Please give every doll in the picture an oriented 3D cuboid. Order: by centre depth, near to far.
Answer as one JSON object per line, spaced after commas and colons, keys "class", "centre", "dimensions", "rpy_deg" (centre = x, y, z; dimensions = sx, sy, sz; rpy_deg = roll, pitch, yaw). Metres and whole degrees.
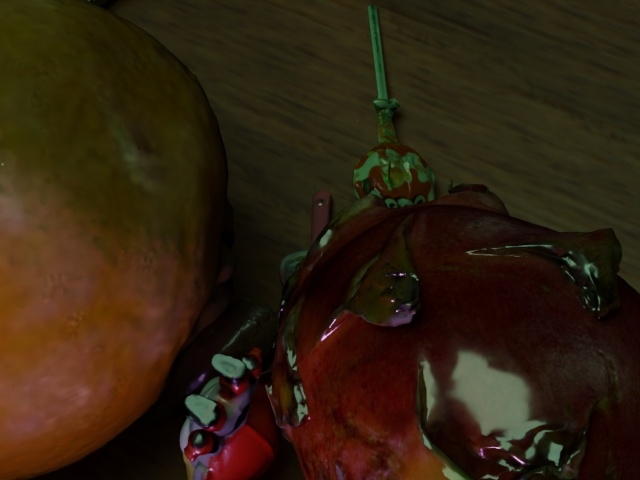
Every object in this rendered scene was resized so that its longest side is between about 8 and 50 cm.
{"class": "doll", "centre": [-0.052, 0.114, 1.196], "dimensions": [0.057, 0.169, 0.109], "rpy_deg": [26, 73, 5]}

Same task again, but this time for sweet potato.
{"class": "sweet potato", "centre": [-0.074, 0.082, 1.287], "dimensions": [0.117, 0.049, 0.049], "rpy_deg": [-41, 60, -6]}

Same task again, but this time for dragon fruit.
{"class": "dragon fruit", "centre": [0.093, 0.096, 1.118], "dimensions": [0.250, 0.250, 0.315], "rpy_deg": [-41, 19, -6]}

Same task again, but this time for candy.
{"class": "candy", "centre": [0.044, -0.092, 1.349], "dimensions": [0.056, 0.049, 0.184], "rpy_deg": [5, 55, -14]}

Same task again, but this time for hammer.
{"class": "hammer", "centre": [0.000, 0.000, 1.319], "dimensions": [0.053, 0.031, 0.083], "rpy_deg": [-5, 52, 12]}

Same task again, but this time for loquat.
{"class": "loquat", "centre": [-0.213, -0.005, 1.225], "dimensions": [0.328, 0.328, 0.328], "rpy_deg": [-7, 62, 14]}

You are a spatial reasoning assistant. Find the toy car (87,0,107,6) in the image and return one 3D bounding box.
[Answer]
{"class": "toy car", "centre": [-0.163, -0.202, 1.466], "dimensions": [0.122, 0.035, 0.059], "rpy_deg": [-43, 60, 3]}
